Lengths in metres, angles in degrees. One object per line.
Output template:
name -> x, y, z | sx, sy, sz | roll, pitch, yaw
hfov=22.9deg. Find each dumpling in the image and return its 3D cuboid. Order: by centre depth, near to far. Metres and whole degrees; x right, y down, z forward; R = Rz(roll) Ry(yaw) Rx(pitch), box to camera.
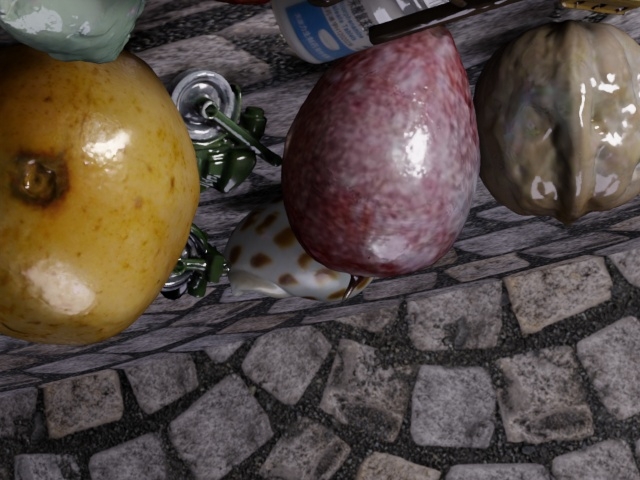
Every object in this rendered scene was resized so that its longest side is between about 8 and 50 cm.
dumpling -> -0.177, -0.197, 1.226 | 0.149, 0.104, 0.217 | -13, 167, 14

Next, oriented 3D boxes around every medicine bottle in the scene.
medicine bottle -> 0.049, -0.218, 1.330 | 0.168, 0.105, 0.105 | -16, 167, 26

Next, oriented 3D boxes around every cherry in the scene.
cherry -> 0.068, -0.084, 1.631 | 0.203, 0.300, 0.230 | 19, -170, 20

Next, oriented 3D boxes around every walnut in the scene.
walnut -> 0.263, -0.124, 1.681 | 0.224, 0.224, 0.224 | -10, 168, -2

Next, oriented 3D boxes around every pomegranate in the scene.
pomegranate -> -0.243, -0.049, 1.450 | 0.307, 0.307, 0.307 | -10, 168, -2

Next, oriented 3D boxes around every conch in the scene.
conch -> 0.000, 0.000, 2.203 | 0.275, 0.182, 0.148 | -10, 138, -32

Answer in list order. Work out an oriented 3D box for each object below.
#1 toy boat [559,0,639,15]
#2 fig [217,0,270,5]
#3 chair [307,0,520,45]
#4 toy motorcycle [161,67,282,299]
toy boat -> 0.268, -0.250, 1.496 | 0.201, 0.057, 0.077 | 0, 170, -42
fig -> -0.066, -0.251, 1.151 | 0.119, 0.153, 0.119 | 2, -157, -1
chair -> 0.156, -0.254, 1.133 | 0.319, 0.160, 0.186 | -12, 170, 19
toy motorcycle -> -0.154, -0.061, 1.704 | 0.127, 0.275, 0.205 | 7, -164, -29
